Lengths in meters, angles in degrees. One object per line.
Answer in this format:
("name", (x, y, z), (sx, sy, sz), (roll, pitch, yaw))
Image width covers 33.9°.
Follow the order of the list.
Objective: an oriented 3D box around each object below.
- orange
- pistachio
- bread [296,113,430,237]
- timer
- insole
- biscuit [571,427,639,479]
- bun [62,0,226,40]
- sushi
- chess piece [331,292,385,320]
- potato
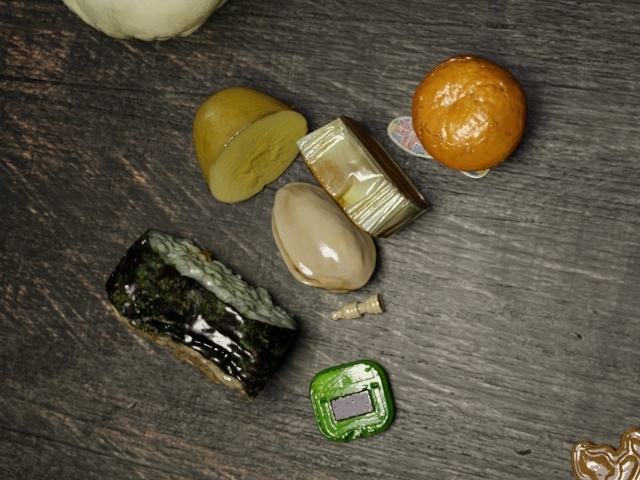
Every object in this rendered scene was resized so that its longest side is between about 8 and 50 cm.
("orange", (0.243, -0.203, 1.703), (0.193, 0.161, 0.193), (-5, 73, 17))
("pistachio", (0.000, 0.000, 1.779), (0.152, 0.126, 0.223), (-36, 70, -24))
("bread", (0.065, -0.101, 1.728), (0.110, 0.192, 0.210), (-42, 77, 12))
("timer", (0.053, 0.272, 1.781), (0.140, 0.047, 0.128), (-16, 83, 14))
("insole", (0.202, -0.160, 1.790), (0.193, 0.006, 0.065), (28, 94, 16))
("biscuit", (0.520, 0.411, 1.642), (0.290, 0.041, 0.208), (32, 94, 15))
("bun", (-0.279, -0.504, 1.843), (0.365, 0.219, 0.365), (-7, 68, 19))
("sushi", (-0.204, 0.124, 1.788), (0.350, 0.211, 0.170), (32, 100, 21))
("chess piece", (0.061, 0.119, 1.798), (0.092, 0.035, 0.035), (-17, 82, 18))
("potato", (-0.143, -0.192, 1.820), (0.158, 0.178, 0.203), (55, 126, 28))
